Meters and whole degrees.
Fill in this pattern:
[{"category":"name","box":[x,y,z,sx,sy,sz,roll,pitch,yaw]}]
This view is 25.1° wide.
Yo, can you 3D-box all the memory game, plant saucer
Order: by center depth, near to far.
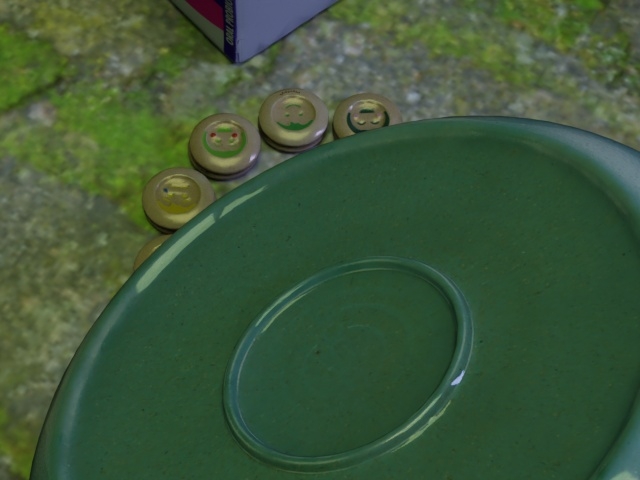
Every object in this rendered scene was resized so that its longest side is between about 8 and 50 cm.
[{"category":"plant saucer","box":[0.015,0.056,0.558,0.318,0.043,0.317,-17,42,16]},{"category":"memory game","box":[0.000,0.000,0.704,0.186,0.012,0.186,1,61,-2]}]

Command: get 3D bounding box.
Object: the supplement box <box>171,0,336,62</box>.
[{"category":"supplement box","box":[-0.073,-0.220,0.769,0.114,0.111,0.220,-36,67,-19]}]
